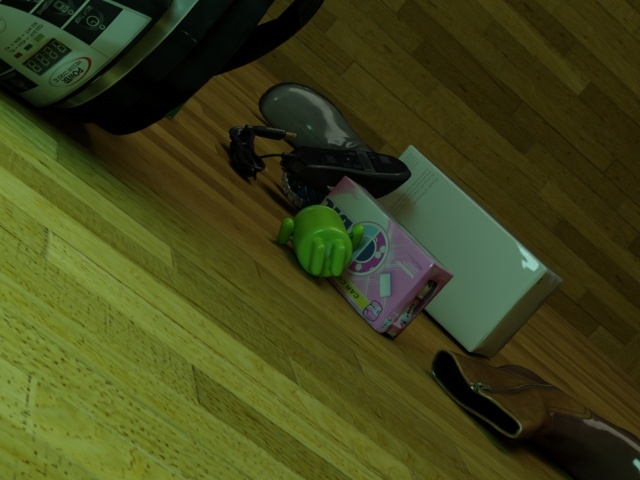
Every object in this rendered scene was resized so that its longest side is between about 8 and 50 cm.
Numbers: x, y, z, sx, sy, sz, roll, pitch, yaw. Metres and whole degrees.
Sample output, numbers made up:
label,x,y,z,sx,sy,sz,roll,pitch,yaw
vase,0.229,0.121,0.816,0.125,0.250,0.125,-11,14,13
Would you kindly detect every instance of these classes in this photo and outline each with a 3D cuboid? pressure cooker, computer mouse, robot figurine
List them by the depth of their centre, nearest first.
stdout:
label,x,y,z,sx,sy,sz,roll,pitch,yaw
pressure cooker,-0.193,-0.308,1.162,0.420,0.375,0.370,36,6,-29
robot figurine,0.000,0.000,1.503,0.101,0.067,0.115,2,24,-11
computer mouse,-0.011,-0.107,1.829,0.262,0.060,0.184,3,23,-16

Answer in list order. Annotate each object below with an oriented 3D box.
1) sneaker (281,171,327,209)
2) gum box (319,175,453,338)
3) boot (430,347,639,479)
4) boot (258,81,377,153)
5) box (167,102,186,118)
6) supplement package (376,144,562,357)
label,x,y,z,sx,sy,sz,roll,pitch,yaw
sneaker,0.011,-0.046,1.877,0.190,0.071,0.083,51,-1,32
gum box,0.064,0.023,1.553,0.188,0.107,0.062,46,9,32
boot,0.288,0.228,1.557,0.264,0.096,0.280,46,10,27
boot,0.033,-0.169,2.462,0.338,0.118,0.222,34,15,-18
box,-0.197,-0.240,1.748,0.043,0.105,0.179,39,8,-22
supplement package,0.206,0.021,1.990,0.293,0.175,0.177,44,7,20
